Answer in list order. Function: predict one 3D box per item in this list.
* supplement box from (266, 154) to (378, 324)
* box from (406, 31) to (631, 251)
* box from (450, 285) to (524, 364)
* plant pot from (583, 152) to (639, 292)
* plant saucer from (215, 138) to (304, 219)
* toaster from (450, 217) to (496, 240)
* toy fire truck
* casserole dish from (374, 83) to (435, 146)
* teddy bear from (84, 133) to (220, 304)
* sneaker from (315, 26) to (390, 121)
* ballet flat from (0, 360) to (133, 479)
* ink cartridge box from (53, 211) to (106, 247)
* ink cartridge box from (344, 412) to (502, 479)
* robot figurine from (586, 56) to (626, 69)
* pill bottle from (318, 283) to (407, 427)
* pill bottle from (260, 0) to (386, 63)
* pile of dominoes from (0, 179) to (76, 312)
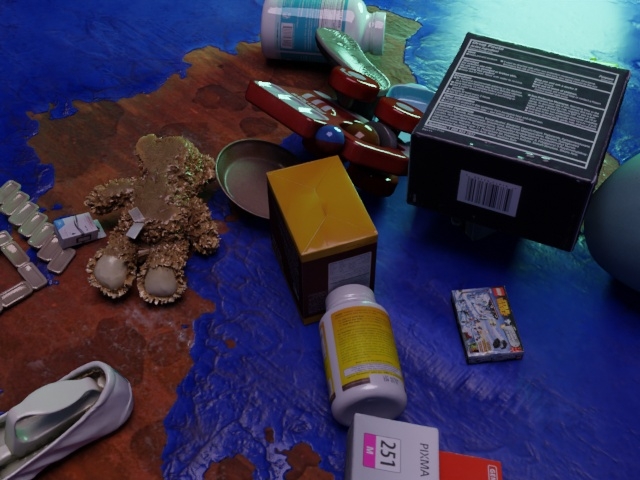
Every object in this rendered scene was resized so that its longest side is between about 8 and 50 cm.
[{"bbox_3d":[0.000,0.000,1.460,0.129,0.194,0.191,-15,51,-12],"label":"supplement box"},{"bbox_3d":[0.336,-0.174,1.473,0.296,0.182,0.294,19,53,16],"label":"box"},{"bbox_3d":[0.278,0.140,1.451,0.094,0.027,0.137,-5,50,-3],"label":"box"},{"bbox_3d":[0.567,-0.028,1.465,0.195,0.290,0.290,-5,37,46],"label":"plant pot"},{"bbox_3d":[-0.107,-0.107,1.626,0.199,0.036,0.198,14,48,-17],"label":"plant saucer"},{"bbox_3d":[0.300,-0.111,1.612,0.186,0.110,0.168,-25,55,-19],"label":"toaster"},{"bbox_3d":[0.035,-0.202,1.580,0.302,0.169,0.254,39,26,30],"label":"toy fire truck"},{"bbox_3d":[0.177,-0.252,1.782,0.114,0.037,0.188,14,51,11],"label":"casserole dish"},{"bbox_3d":[-0.297,-0.031,1.556,0.245,0.113,0.338,-8,56,-3],"label":"teddy bear"},{"bbox_3d":[0.044,-0.335,1.781,0.083,0.118,0.222,-16,57,-35],"label":"sneaker"},{"bbox_3d":[-0.458,0.296,1.249,0.400,0.139,0.139,-31,56,-24],"label":"ballet flat"},{"bbox_3d":[-0.438,-0.021,1.576,0.083,0.028,0.048,-18,56,-29],"label":"ink cartridge box"},{"bbox_3d":[0.149,0.381,1.164,0.239,0.060,0.275,11,44,-5],"label":"ink cartridge box"},{"bbox_3d":[0.591,-0.349,1.845,0.115,0.067,0.101,8,58,7],"label":"robot figurine"},{"bbox_3d":[0.062,0.177,1.360,0.117,0.117,0.215,-5,50,-5],"label":"pill bottle"},{"bbox_3d":[0.008,-0.461,1.888,0.264,0.146,0.146,6,50,4],"label":"pill bottle"},{"bbox_3d":[-0.575,0.015,1.565,0.196,0.040,0.251,-33,65,-30],"label":"pile of dominoes"}]
